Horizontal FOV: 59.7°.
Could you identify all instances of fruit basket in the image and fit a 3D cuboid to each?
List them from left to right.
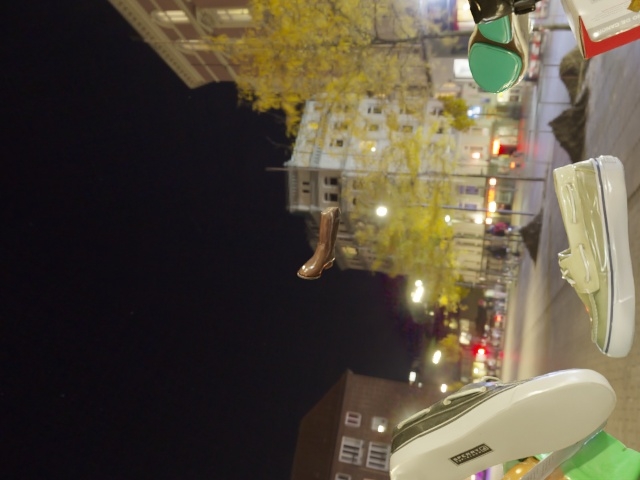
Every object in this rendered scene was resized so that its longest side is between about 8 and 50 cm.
[{"bbox_3d":[0.237,0.385,0.691,0.353,0.165,0.326,-27,-56,-19],"label":"fruit basket"}]

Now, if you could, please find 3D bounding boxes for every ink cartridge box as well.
[{"bbox_3d":[0.615,-0.473,1.013,0.130,0.310,0.271,40,-141,-52],"label":"ink cartridge box"}]

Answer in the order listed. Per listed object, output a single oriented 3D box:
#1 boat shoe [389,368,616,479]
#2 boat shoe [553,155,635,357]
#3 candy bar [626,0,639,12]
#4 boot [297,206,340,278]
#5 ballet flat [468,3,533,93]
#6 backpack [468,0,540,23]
[{"bbox_3d":[0.155,0.162,0.519,0.077,0.219,0.070,47,-154,-23],"label":"boat shoe"},{"bbox_3d":[0.409,0.027,0.839,0.109,0.094,0.301,-19,-77,-69],"label":"boat shoe"},{"bbox_3d":[0.330,-0.319,0.569,0.040,0.018,0.161,-12,-74,-45],"label":"candy bar"},{"bbox_3d":[0.000,0.000,0.933,0.106,0.037,0.114,-34,-40,-60],"label":"boot"},{"bbox_3d":[0.374,-0.435,1.124,0.400,0.139,0.139,35,-118,-68],"label":"ballet flat"},{"bbox_3d":[0.247,-0.505,0.685,0.356,0.290,0.273,35,-122,-36],"label":"backpack"}]
